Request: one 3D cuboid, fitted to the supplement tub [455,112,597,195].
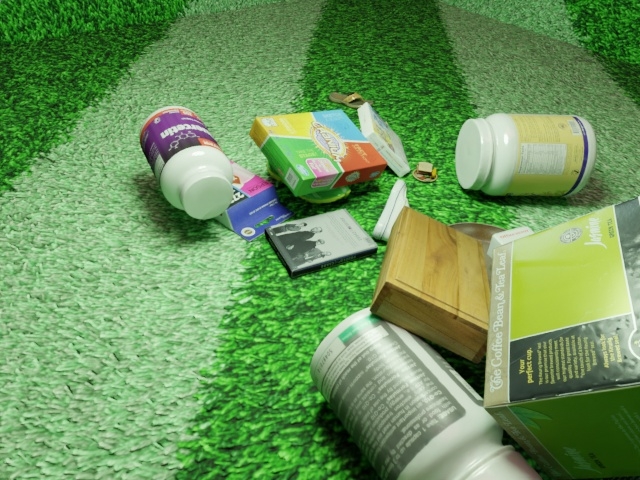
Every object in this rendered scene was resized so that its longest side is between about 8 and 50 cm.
[{"bbox_3d":[0.591,-0.250,1.509,0.332,0.241,0.241,0,39,-5],"label":"supplement tub"}]

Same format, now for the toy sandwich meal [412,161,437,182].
[{"bbox_3d":[0.327,-0.213,1.604,0.086,0.029,0.085,3,39,-2],"label":"toy sandwich meal"}]

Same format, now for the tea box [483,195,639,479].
[{"bbox_3d":[0.441,0.136,0.756,0.324,0.220,0.329,-23,31,38],"label":"tea box"}]

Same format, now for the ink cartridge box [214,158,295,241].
[{"bbox_3d":[-0.261,-0.138,1.434,0.371,0.069,0.176,33,47,27],"label":"ink cartridge box"}]

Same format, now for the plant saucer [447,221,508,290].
[{"bbox_3d":[0.404,0.067,1.256,0.311,0.050,0.310,2,39,-2],"label":"plant saucer"}]

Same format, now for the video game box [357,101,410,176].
[{"bbox_3d":[0.197,-0.319,1.621,0.048,0.187,0.205,-34,33,23],"label":"video game box"}]

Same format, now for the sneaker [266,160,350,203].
[{"bbox_3d":[-0.045,-0.199,1.477,0.296,0.123,0.109,30,45,27],"label":"sneaker"}]

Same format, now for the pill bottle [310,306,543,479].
[{"bbox_3d":[0.156,0.292,0.834,0.204,0.204,0.361,-19,44,-26],"label":"pill bottle"}]

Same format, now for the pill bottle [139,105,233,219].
[{"bbox_3d":[-0.336,-0.198,1.311,0.182,0.181,0.323,-16,46,-24],"label":"pill bottle"}]

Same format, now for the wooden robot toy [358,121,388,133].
[{"bbox_3d":[0.161,-0.341,1.737,0.173,0.076,0.079,-19,80,-27],"label":"wooden robot toy"}]

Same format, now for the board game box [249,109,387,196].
[{"bbox_3d":[-0.001,-0.252,1.423,0.317,0.064,0.242,-18,61,-39],"label":"board game box"}]

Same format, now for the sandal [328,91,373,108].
[{"bbox_3d":[0.116,-0.547,1.976,0.180,0.049,0.072,20,42,18],"label":"sandal"}]

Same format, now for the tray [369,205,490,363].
[{"bbox_3d":[0.230,0.059,1.029,0.203,0.076,0.411,26,24,2],"label":"tray"}]

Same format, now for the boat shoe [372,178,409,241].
[{"bbox_3d":[0.207,-0.073,1.398,0.076,0.083,0.226,24,53,5],"label":"boat shoe"}]

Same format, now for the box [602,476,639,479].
[{"bbox_3d":[0.648,0.280,0.891,0.294,0.211,0.395,9,40,6],"label":"box"}]

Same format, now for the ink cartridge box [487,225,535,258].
[{"bbox_3d":[0.484,0.042,1.207,0.109,0.063,0.150,-13,42,-20],"label":"ink cartridge box"}]

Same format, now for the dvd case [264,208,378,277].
[{"bbox_3d":[0.000,0.000,1.313,0.239,0.029,0.179,-14,43,-22],"label":"dvd case"}]
